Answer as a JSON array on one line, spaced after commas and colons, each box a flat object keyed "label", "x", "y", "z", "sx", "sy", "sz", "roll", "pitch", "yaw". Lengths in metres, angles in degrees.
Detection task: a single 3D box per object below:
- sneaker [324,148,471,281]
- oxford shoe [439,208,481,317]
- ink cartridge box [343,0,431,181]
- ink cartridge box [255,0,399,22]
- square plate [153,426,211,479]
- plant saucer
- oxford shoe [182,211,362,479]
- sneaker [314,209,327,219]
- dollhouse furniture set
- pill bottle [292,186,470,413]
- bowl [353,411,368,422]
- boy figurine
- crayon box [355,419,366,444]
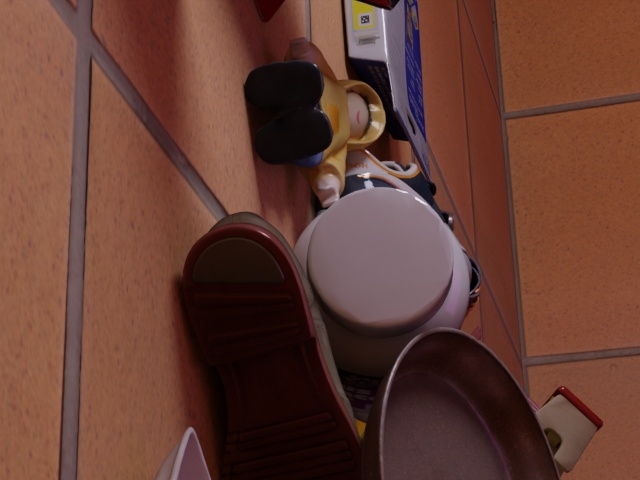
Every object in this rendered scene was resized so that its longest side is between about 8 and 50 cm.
[{"label": "sneaker", "x": 0.096, "y": -0.018, "z": 1.895, "sx": 0.321, "sy": 0.126, "sz": 0.128, "roll": 42, "pitch": 35, "yaw": -63}, {"label": "oxford shoe", "x": 0.158, "y": 0.098, "z": 2.134, "sx": 0.364, "sy": 0.132, "sz": 0.130, "roll": 69, "pitch": 18, "yaw": -46}, {"label": "ink cartridge box", "x": 0.093, "y": -0.263, "z": 2.223, "sx": 0.303, "sy": 0.072, "sz": 0.307, "roll": 54, "pitch": 33, "yaw": -68}, {"label": "ink cartridge box", "x": 0.023, "y": -0.397, "z": 1.580, "sx": 0.272, "sy": 0.130, "sz": 0.309, "roll": -54, "pitch": 145, "yaw": -25}, {"label": "square plate", "x": -0.094, "y": 0.360, "z": 1.050, "sx": 0.347, "sy": 0.049, "sz": 0.344, "roll": -74, "pitch": 153, "yaw": -61}, {"label": "plant saucer", "x": 0.121, "y": 0.228, "z": 1.334, "sx": 0.310, "sy": 0.050, "sz": 0.311, "roll": 32, "pitch": 49, "yaw": -46}, {"label": "oxford shoe", "x": -0.024, "y": 0.139, "z": 1.337, "sx": 0.130, "sy": 0.123, "sz": 0.348, "roll": -72, "pitch": 153, "yaw": -74}, {"label": "sneaker", "x": 0.000, "y": 0.000, "z": 1.705, "sx": 0.069, "sy": 0.038, "sz": 0.098, "roll": 62, "pitch": 24, "yaw": -60}, {"label": "dollhouse furniture set", "x": 0.237, "y": 0.202, "z": 1.954, "sx": 0.152, "sy": 0.201, "sz": 0.374, "roll": -46, "pitch": 170, "yaw": -18}, {"label": "pill bottle", "x": 0.051, "y": 0.056, "z": 1.472, "sx": 0.301, "sy": 0.169, "sz": 0.169, "roll": 87, "pitch": 0, "yaw": -73}, {"label": "bowl", "x": 0.046, "y": 0.133, "z": 1.674, "sx": 0.080, "sy": 0.170, "sz": 0.170, "roll": -22, "pitch": 110, "yaw": -31}, {"label": "boy figurine", "x": 0.001, "y": -0.123, "z": 1.671, "sx": 0.285, "sy": 0.092, "sz": 0.177, "roll": -4, "pitch": 84, "yaw": -74}, {"label": "crayon box", "x": 0.117, "y": 0.294, "z": 1.761, "sx": 0.202, "sy": 0.081, "sz": 0.318, "roll": 48, "pitch": 20, "yaw": -8}]
